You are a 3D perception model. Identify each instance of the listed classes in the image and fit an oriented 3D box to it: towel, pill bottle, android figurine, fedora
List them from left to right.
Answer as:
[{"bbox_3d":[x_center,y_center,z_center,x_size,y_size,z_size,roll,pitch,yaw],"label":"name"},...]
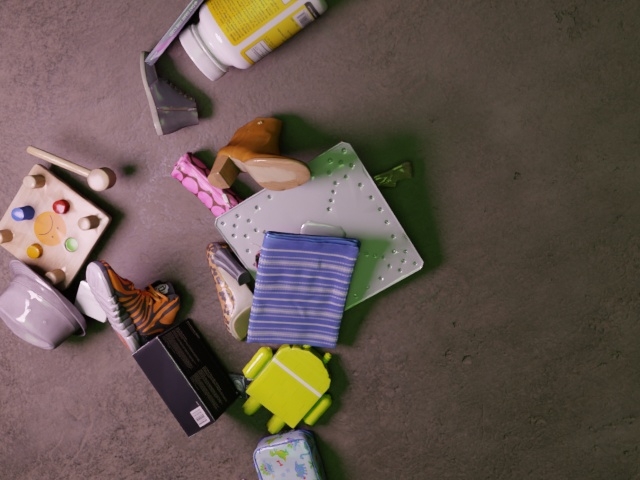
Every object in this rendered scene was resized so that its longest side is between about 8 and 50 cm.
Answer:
[{"bbox_3d":[-0.763,0.192,1.801,0.275,0.124,0.244,47,147,-16],"label":"fedora"},{"bbox_3d":[-0.166,-0.537,1.625,0.334,0.188,0.188,-33,94,11],"label":"pill bottle"},{"bbox_3d":[-0.083,0.387,1.826,0.248,0.056,0.273,37,98,-4],"label":"android figurine"},{"bbox_3d":[-0.044,0.131,1.693,0.243,0.040,0.336,5,119,-12],"label":"towel"}]

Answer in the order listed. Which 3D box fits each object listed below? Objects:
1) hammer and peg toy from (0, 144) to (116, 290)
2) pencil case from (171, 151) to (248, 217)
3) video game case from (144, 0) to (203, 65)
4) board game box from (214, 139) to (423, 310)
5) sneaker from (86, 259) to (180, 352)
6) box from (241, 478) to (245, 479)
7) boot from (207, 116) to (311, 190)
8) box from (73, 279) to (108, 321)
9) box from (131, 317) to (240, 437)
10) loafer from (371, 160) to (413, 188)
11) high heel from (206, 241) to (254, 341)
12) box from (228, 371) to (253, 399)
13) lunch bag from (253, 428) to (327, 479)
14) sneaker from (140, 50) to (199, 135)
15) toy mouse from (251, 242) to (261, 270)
[{"bbox_3d":[-0.695,-0.081,1.807,0.266,0.127,0.361,36,102,3],"label":"hammer and peg toy"},{"bbox_3d":[-0.292,-0.139,1.755,0.209,0.098,0.095,41,92,0],"label":"pencil case"},{"bbox_3d":[-0.326,-0.549,1.644,0.026,0.196,0.274,39,103,-20],"label":"video game case"},{"bbox_3d":[0.000,0.000,1.712,0.390,0.050,0.390,-30,110,12],"label":"board game box"},{"bbox_3d":[-0.480,0.137,1.765,0.180,0.321,0.125,-37,52,-24],"label":"sneaker"},{"bbox_3d":[-0.162,0.810,1.888,0.094,0.113,0.275,-43,90,13],"label":"box"},{"bbox_3d":[-0.125,-0.223,1.638,0.295,0.211,0.104,-1,138,30],"label":"boot"},{"bbox_3d":[-0.596,0.156,1.844,0.102,0.101,0.087,22,102,6],"label":"box"},{"bbox_3d":[-0.349,0.357,1.791,0.103,0.184,0.261,-35,89,19],"label":"box"},{"bbox_3d":[0.169,-0.151,1.709,0.148,0.056,0.050,-26,89,11],"label":"loafer"},{"bbox_3d":[-0.248,0.134,1.825,0.186,0.093,0.261,41,139,40],"label":"high heel"},{"bbox_3d":[-0.213,0.404,1.874,0.083,0.018,0.067,7,101,7],"label":"box"},{"bbox_3d":[-0.082,0.635,1.858,0.176,0.090,0.219,-17,97,9],"label":"lunch bag"},{"bbox_3d":[-0.390,-0.387,1.749,0.118,0.083,0.222,-15,90,-9],"label":"sneaker"},{"bbox_3d":[-0.112,0.062,1.691,0.161,0.031,0.143,22,111,-12],"label":"toy mouse"}]
